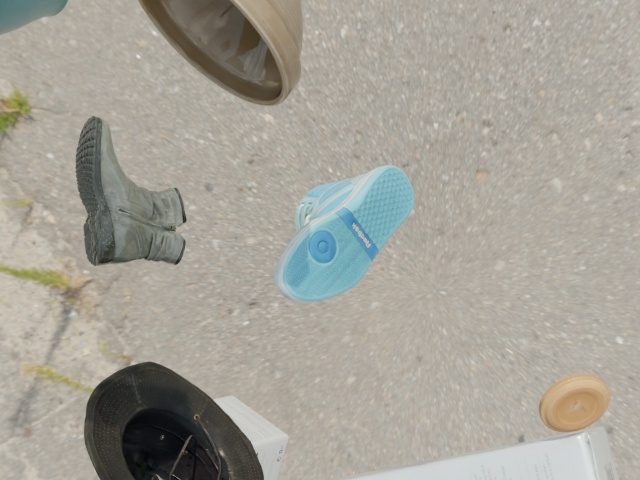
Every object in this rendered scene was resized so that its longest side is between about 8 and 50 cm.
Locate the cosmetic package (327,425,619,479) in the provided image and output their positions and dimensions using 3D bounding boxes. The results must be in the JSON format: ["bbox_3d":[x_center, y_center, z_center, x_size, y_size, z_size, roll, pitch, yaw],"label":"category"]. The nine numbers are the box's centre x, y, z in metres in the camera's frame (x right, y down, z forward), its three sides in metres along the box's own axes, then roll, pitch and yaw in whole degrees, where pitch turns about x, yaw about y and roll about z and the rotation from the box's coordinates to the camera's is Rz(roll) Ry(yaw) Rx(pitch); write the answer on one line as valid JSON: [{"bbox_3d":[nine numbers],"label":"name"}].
[{"bbox_3d":[0.199,0.363,1.127,0.385,0.217,0.156,-16,74,21],"label":"cosmetic package"}]

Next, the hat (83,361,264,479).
[{"bbox_3d":[-0.251,0.359,1.306,0.134,0.331,0.331,-39,82,29],"label":"hat"}]

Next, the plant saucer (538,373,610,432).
[{"bbox_3d":[0.292,0.189,0.962,0.084,0.013,0.083,-4,122,-7],"label":"plant saucer"}]

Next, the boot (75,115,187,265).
[{"bbox_3d":[-0.305,-0.077,1.369,0.161,0.083,0.246,-4,88,-36],"label":"boot"}]

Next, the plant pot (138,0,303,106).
[{"bbox_3d":[-0.101,-0.278,0.979,0.237,0.237,0.109,36,74,8],"label":"plant pot"}]

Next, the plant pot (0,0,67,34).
[{"bbox_3d":[-0.633,-0.520,1.608,0.272,0.255,0.271,15,113,37],"label":"plant pot"}]

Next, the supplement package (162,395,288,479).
[{"bbox_3d":[-0.236,0.426,1.569,0.178,0.293,0.175,27,108,38],"label":"supplement package"}]

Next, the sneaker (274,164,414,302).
[{"bbox_3d":[0.000,0.000,1.414,0.319,0.208,0.127,-40,109,-34],"label":"sneaker"}]
